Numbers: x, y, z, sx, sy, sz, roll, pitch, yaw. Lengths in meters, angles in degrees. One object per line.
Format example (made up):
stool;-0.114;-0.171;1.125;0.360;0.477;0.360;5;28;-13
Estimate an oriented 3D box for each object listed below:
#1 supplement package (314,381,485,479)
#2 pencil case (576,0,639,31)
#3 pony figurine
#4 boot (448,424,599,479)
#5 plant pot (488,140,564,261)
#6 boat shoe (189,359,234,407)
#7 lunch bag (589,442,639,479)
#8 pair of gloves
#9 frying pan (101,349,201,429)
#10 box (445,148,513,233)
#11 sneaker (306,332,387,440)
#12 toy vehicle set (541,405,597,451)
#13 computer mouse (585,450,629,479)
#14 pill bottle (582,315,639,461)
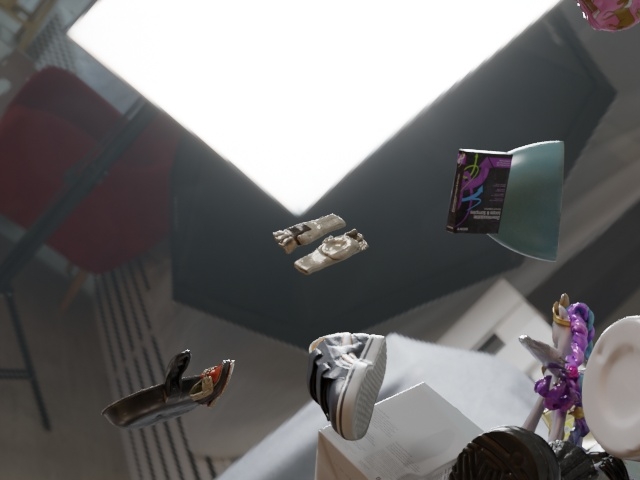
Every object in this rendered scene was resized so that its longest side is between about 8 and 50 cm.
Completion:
supplement package;0.152;0.437;1.698;0.263;0.198;0.199;-18;37;-32
pencil case;0.453;-0.520;1.577;0.386;0.167;0.160;27;47;-39
pony figurine;0.511;0.296;1.844;0.303;0.363;0.351;13;0;-5
boot;0.294;0.339;1.220;0.260;0.348;0.131;-20;48;-32
plant pot;0.479;-0.098;2.181;0.195;0.290;0.290;3;2;12
boat shoe;-0.171;0.223;1.418;0.043;0.137;0.049;26;51;-7
lunch bag;0.679;0.542;1.883;0.279;0.108;0.224;37;16;6
pair of gloves;0.000;0.000;2.411;0.240;0.204;0.042;44;-29;55
frying pan;-0.231;0.248;1.492;0.197;0.326;0.053;-4;68;-46
box;0.307;-0.092;1.738;0.116;0.162;0.029;0;16;-30
sneaker;0.032;0.245;1.537;0.127;0.126;0.321;4;11;11
toy vehicle set;0.688;0.483;2.350;0.035;0.166;0.267;60;5;-13
computer mouse;0.484;0.493;1.653;0.060;0.262;0.184;-7;66;-27
pill bottle;0.643;0.260;1.435;0.392;0.224;0.224;12;20;-18
